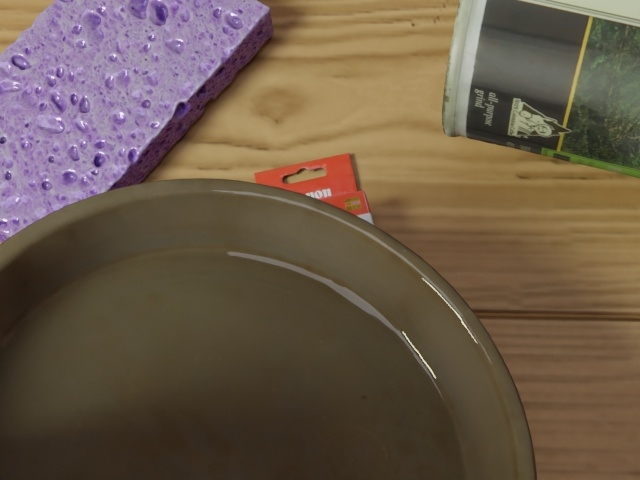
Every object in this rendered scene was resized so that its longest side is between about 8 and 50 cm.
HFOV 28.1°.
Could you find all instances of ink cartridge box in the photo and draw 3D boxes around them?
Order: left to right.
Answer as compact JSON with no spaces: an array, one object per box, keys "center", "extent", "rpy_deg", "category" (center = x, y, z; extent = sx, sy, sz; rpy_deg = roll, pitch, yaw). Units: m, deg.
[{"center":[0.000,0.000,0.728],"extent":[0.062,0.029,0.115],"rpy_deg":[-12,67,-2],"category":"ink cartridge box"}]

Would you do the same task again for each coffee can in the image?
[{"center":[0.222,-0.122,0.675],"extent":[0.275,0.201,0.202],"rpy_deg":[15,68,10],"category":"coffee can"}]

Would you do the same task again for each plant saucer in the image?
[{"center":[-0.044,0.097,0.554],"extent":[0.277,0.041,0.278],"rpy_deg":[6,57,-9],"category":"plant saucer"}]

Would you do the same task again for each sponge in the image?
[{"center":[-0.138,-0.089,0.775],"extent":[0.117,0.031,0.210],"rpy_deg":[34,72,17],"category":"sponge"}]
